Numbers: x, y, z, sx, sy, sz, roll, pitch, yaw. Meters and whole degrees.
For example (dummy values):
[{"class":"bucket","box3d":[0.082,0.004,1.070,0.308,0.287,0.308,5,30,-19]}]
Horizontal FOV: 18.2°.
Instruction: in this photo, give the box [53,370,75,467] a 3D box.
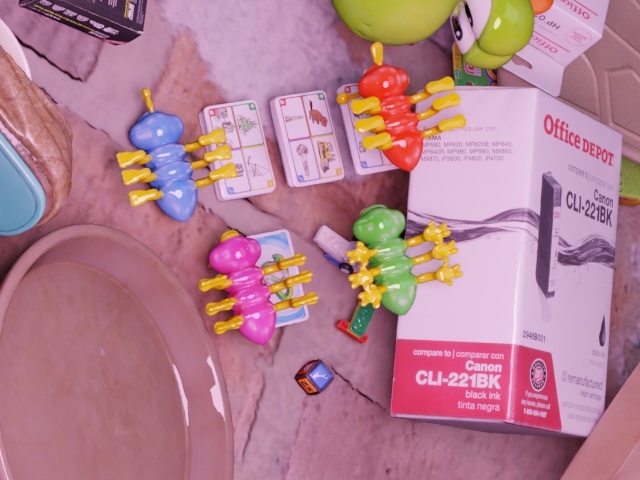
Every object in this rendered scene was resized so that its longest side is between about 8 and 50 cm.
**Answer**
[{"class":"box","box3d":[-0.255,0.154,1.368,0.186,0.038,0.145,-12,88,-42]}]

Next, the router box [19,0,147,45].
[{"class":"router box","box3d":[-0.176,-0.222,1.532,0.092,0.038,0.122,21,66,-37]}]

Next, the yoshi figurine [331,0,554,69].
[{"class":"yoshi figurine","box3d":[0.063,-0.310,1.652,0.203,0.203,0.362,21,51,-69]}]

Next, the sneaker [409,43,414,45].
[{"class":"sneaker","box3d":[0.110,-0.268,1.764,0.088,0.093,0.225,42,56,-27]}]

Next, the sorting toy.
[{"class":"sorting toy","box3d":[0.252,-0.219,1.894,0.229,0.041,0.307,19,56,-30]}]

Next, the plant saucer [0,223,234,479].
[{"class":"plant saucer","box3d":[-0.155,0.126,1.421,0.278,0.041,0.278,29,54,-50]}]

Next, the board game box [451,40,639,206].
[{"class":"board game box","box3d":[0.210,-0.107,1.854,0.259,0.039,0.124,9,73,-43]}]

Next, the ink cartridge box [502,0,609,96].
[{"class":"ink cartridge box","box3d":[0.203,-0.230,1.789,0.104,0.061,0.181,28,54,-17]}]

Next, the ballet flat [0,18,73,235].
[{"class":"ballet flat","box3d":[-0.283,-0.157,1.384,0.342,0.116,0.124,50,31,-22]}]

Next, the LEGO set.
[{"class":"LEGO set","box3d":[0.000,0.000,1.648,0.182,0.060,0.244,-12,86,-31]}]

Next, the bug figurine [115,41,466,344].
[{"class":"bug figurine","box3d":[-0.018,-0.033,1.561,0.279,0.072,0.216,-12,83,-17]}]

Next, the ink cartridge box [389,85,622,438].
[{"class":"ink cartridge box","box3d":[0.159,0.021,1.663,0.197,0.114,0.273,17,75,-59]}]

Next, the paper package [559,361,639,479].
[{"class":"paper package","box3d":[0.349,0.264,1.724,0.309,0.168,0.325,-48,134,-35]}]
